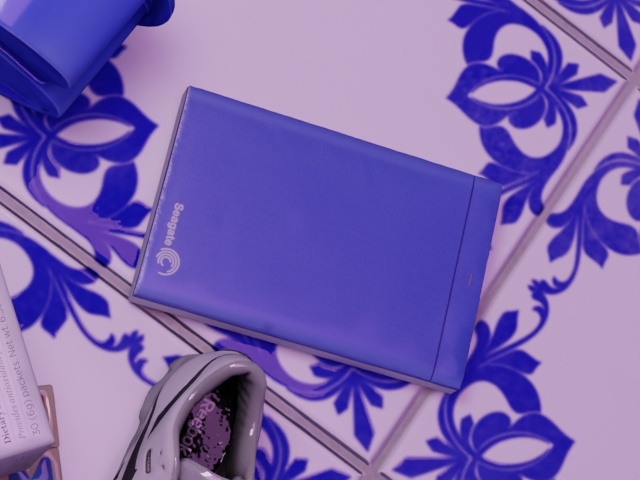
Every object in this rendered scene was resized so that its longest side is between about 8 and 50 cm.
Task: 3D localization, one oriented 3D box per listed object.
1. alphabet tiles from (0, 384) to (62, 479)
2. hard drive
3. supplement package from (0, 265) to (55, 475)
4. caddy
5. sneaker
[{"bbox_3d":[-0.359,0.251,1.617,0.285,0.011,0.342,-5,77,-16],"label":"alphabet tiles"},{"bbox_3d":[0.000,0.000,1.766,0.318,0.040,0.210,17,72,-11],"label":"hard drive"},{"bbox_3d":[-0.390,0.138,1.537,0.293,0.175,0.177,-16,82,-19],"label":"supplement package"},{"bbox_3d":[-0.292,-0.264,1.650,0.341,0.241,0.179,33,76,-6],"label":"caddy"},{"bbox_3d":[-0.131,0.243,1.610,0.122,0.146,0.330,21,73,-17],"label":"sneaker"}]
